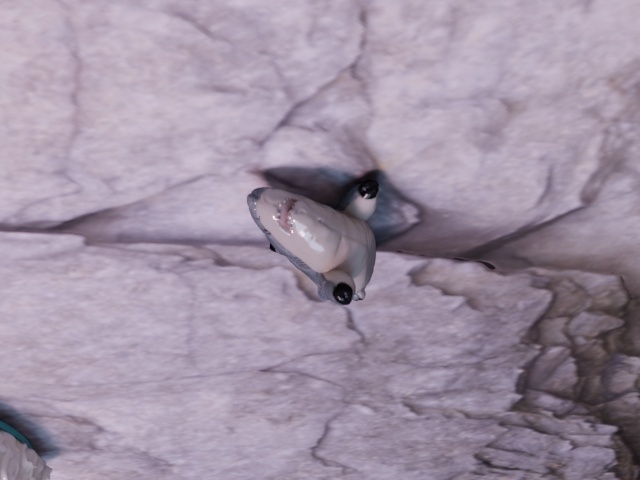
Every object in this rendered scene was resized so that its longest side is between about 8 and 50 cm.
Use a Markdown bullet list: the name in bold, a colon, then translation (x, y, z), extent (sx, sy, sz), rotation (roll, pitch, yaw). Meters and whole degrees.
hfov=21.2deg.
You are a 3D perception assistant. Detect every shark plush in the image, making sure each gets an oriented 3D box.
- **shark plush**: translation (0.000, 0.000, 1.014), extent (0.067, 0.073, 0.161), rotation (12, 176, 9)

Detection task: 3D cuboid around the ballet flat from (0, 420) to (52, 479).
- **ballet flat**: translation (-0.324, 0.160, 1.154), extent (0.147, 0.147, 0.409), rotation (-15, 153, 19)
